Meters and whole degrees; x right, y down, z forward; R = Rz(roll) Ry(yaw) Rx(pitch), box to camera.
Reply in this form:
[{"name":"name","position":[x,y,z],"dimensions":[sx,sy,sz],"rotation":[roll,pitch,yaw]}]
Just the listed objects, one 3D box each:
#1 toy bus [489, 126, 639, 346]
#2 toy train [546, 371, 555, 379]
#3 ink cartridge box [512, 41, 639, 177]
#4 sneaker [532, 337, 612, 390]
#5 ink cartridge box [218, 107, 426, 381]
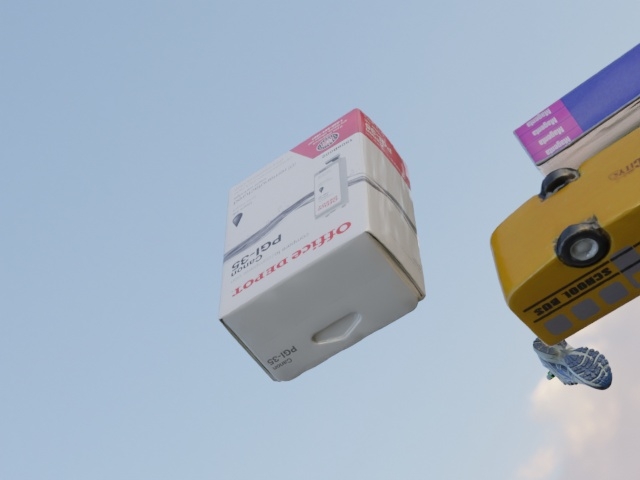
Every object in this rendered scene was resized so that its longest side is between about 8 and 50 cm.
[{"name":"toy bus","position":[0.329,-0.034,1.398],"dimensions":[0.332,0.108,0.130],"rotation":[-34,-56,21]},{"name":"toy train","position":[0.367,0.192,2.107],"dimensions":[0.083,0.017,0.024],"rotation":[-22,-27,-46]},{"name":"ink cartridge box","position":[0.372,-0.186,1.572],"dimensions":[0.324,0.071,0.330],"rotation":[-35,-10,9]},{"name":"sneaker","position":[0.359,0.179,1.955],"dimensions":[0.052,0.135,0.058],"rotation":[-34,-50,-21]},{"name":"ink cartridge box","position":[0.000,0.000,1.606],"dimensions":[0.207,0.283,0.117],"rotation":[-31,-62,17]}]
